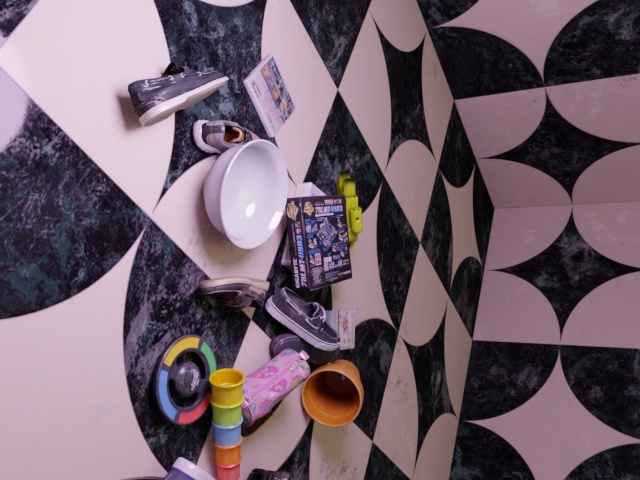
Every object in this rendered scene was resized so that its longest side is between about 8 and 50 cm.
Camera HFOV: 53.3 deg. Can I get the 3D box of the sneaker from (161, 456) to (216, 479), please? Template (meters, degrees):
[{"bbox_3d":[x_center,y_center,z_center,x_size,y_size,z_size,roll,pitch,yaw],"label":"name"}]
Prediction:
[{"bbox_3d":[-0.330,0.705,1.573,0.236,0.130,0.323,-58,142,-30],"label":"sneaker"}]

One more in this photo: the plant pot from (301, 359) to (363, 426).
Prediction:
[{"bbox_3d":[0.057,0.502,2.182,0.188,0.205,0.205,-38,122,-72],"label":"plant pot"}]

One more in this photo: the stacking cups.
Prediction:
[{"bbox_3d":[-0.252,0.503,1.711,0.096,0.095,0.317,-30,128,-57],"label":"stacking cups"}]

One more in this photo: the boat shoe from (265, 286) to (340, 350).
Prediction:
[{"bbox_3d":[-0.031,0.244,2.012,0.301,0.102,0.108,37,21,-24],"label":"boat shoe"}]

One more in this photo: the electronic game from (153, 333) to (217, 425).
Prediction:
[{"bbox_3d":[-0.341,0.355,1.629,0.229,0.048,0.230,7,82,-60],"label":"electronic game"}]

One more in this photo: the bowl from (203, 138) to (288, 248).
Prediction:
[{"bbox_3d":[-0.224,-0.134,1.745,0.297,0.134,0.298,-29,126,-51],"label":"bowl"}]

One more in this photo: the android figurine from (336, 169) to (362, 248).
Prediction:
[{"bbox_3d":[0.100,-0.106,2.296,0.248,0.056,0.273,-115,-161,-64],"label":"android figurine"}]

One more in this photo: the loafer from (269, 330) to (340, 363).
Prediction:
[{"bbox_3d":[-0.064,0.346,2.085,0.302,0.095,0.109,16,102,-47],"label":"loafer"}]

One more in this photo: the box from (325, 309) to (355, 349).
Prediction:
[{"bbox_3d":[0.070,0.330,2.349,0.186,0.038,0.145,12,78,-60],"label":"box"}]

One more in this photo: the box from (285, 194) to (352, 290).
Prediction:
[{"bbox_3d":[0.000,0.000,2.083,0.295,0.073,0.294,-10,94,-60],"label":"box"}]

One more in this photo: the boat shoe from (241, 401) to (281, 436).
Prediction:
[{"bbox_3d":[-0.172,0.499,1.889,0.207,0.073,0.073,-51,133,-46],"label":"boat shoe"}]

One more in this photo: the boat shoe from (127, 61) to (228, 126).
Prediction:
[{"bbox_3d":[-0.355,-0.387,1.584,0.113,0.127,0.340,55,41,-9],"label":"boat shoe"}]

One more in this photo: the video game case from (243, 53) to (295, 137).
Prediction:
[{"bbox_3d":[-0.158,-0.459,2.016,0.183,0.023,0.201,-60,136,-42],"label":"video game case"}]

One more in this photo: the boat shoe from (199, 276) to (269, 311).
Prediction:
[{"bbox_3d":[-0.232,0.151,1.779,0.285,0.102,0.093,13,72,-65],"label":"boat shoe"}]

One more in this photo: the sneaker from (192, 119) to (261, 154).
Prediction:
[{"bbox_3d":[-0.237,-0.278,1.788,0.271,0.107,0.101,2,85,-61],"label":"sneaker"}]

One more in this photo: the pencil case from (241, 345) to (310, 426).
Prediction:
[{"bbox_3d":[-0.149,0.419,1.848,0.284,0.124,0.124,-29,114,-46],"label":"pencil case"}]

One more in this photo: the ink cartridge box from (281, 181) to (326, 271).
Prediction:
[{"bbox_3d":[-0.017,-0.011,2.191,0.261,0.066,0.297,38,57,-52],"label":"ink cartridge box"}]

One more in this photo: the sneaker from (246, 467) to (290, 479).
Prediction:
[{"bbox_3d":[-0.157,0.739,1.903,0.228,0.130,0.087,94,9,-56],"label":"sneaker"}]
